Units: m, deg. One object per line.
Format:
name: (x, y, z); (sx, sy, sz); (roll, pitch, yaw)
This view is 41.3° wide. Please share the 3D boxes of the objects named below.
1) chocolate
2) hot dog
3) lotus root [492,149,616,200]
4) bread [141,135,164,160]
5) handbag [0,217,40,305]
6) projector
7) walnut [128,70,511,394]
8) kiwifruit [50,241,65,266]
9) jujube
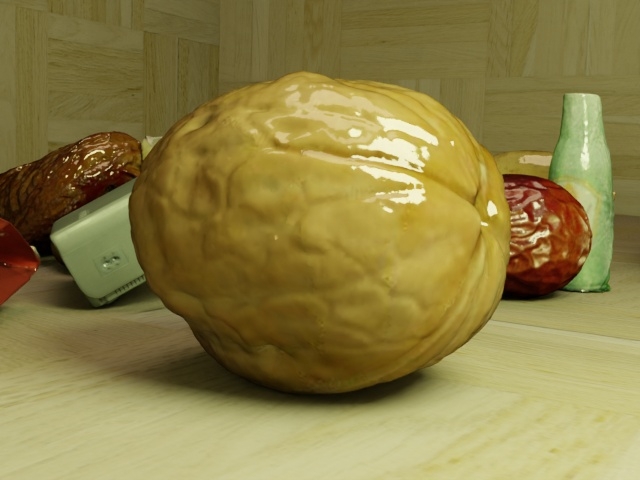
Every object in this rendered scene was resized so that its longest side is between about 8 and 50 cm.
chocolate: (0.385, -0.072, 1.267); (0.110, 0.291, 0.110); (0, 8, 0)
hot dog: (-0.432, -0.067, 1.461); (0.387, 0.174, 0.267); (-13, -1, 42)
lotus root: (0.397, -0.099, 1.579); (0.284, 0.146, 0.160); (2, -14, 30)
bread: (-0.025, -0.050, 1.304); (0.345, 0.242, 0.405); (-3, 3, -38)
handbag: (-0.408, 0.026, 0.847); (0.171, 0.151, 0.298); (7, -1, 6)
projector: (-0.232, -0.018, 1.097); (0.198, 0.108, 0.250); (-31, 12, -12)
walnut: (-0.002, -0.006, 0.717); (0.313, 0.252, 0.277); (-6, 0, 38)
kiwifruit: (-0.362, 0.011, 1.280); (0.075, 0.075, 0.124); (-3, 5, -38)
jujube: (0.245, -0.006, 1.167); (0.255, 0.190, 0.190); (-4, 8, -23)
